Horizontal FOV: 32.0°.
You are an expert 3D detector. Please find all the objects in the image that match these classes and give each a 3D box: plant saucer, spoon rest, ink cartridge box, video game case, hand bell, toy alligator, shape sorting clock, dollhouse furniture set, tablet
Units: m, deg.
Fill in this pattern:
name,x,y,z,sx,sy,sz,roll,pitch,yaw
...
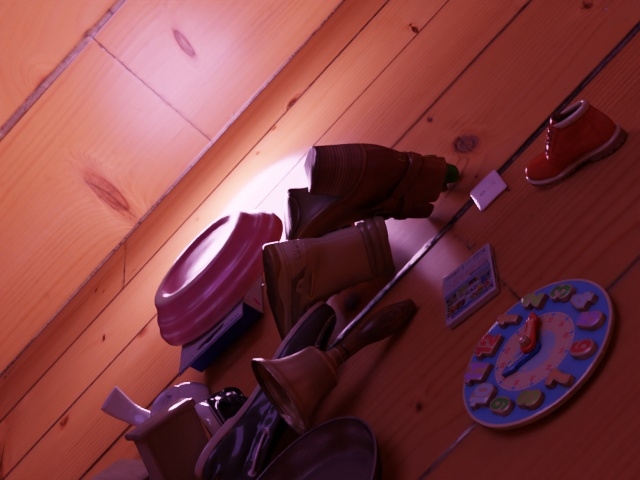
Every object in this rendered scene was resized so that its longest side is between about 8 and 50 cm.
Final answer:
name,x,y,z,sx,sy,sz,roll,pitch,yaw
plant saucer,-0.215,0.056,2.202,0.332,0.084,0.332,-41,18,17
spoon rest,-0.300,0.321,2.092,0.276,0.084,0.137,-3,48,48
ink cartridge box,-0.194,0.141,2.205,0.176,0.069,0.371,-44,16,13
video game case,0.203,0.061,1.513,0.087,0.011,0.122,-41,19,22
hand bell,0.037,0.153,1.565,0.242,0.126,0.126,-33,13,-18
toy alligator,0.190,-0.115,1.856,0.051,0.056,0.190,-8,11,-12
plant saucer,-0.027,0.357,1.380,0.310,0.050,0.310,-42,19,19
shape sorting clock,0.239,0.123,1.248,0.206,0.040,0.206,-43,18,18
dollhouse furniture set,-0.272,0.338,1.700,0.242,0.161,0.212,-10,16,46
tablet,0.253,-0.076,1.688,0.054,0.006,0.083,-45,17,12

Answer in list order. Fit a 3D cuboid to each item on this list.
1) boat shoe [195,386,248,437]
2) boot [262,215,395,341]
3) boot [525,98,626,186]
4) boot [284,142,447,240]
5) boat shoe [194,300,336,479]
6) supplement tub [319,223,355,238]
name,x,y,z,sx,sy,sz,roll,pitch,yaw
boat shoe,-0.144,0.271,1.763,0.076,0.080,0.228,-32,-2,-4
boot,0.017,0.068,1.777,0.204,0.262,0.095,-18,54,-10
boot,0.325,-0.133,1.511,0.158,0.085,0.059,-34,24,43
boot,0.063,-0.060,1.795,0.283,0.220,0.109,114,153,-49
boat shoe,-0.053,0.241,1.651,0.335,0.096,0.112,-53,-18,-25
supplement tub,0.000,0.000,1.971,0.106,0.106,0.198,-34,22,40
